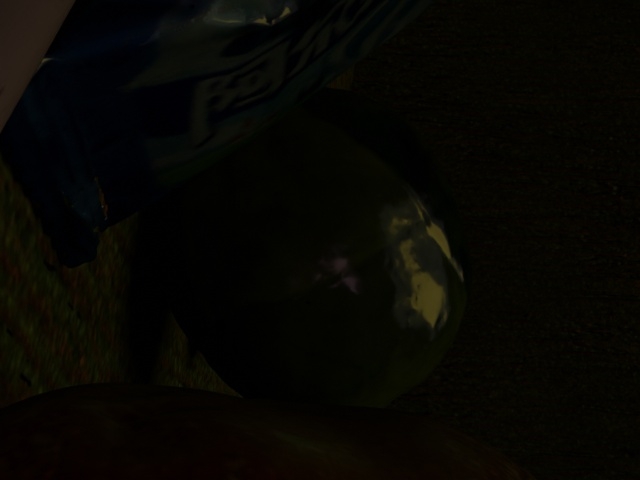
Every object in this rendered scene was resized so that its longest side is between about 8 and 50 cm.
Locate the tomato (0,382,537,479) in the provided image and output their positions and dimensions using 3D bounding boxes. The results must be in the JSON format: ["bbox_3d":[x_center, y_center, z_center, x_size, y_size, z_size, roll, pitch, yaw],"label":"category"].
[{"bbox_3d":[-0.045,0.168,0.395,0.303,0.303,0.239,78,5,-79],"label":"tomato"}]

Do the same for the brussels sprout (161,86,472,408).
[{"bbox_3d":[0.000,0.000,0.840,0.219,0.210,0.271,51,15,-13],"label":"brussels sprout"}]

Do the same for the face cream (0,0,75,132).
[{"bbox_3d":[-0.101,-0.086,0.301,0.154,0.096,0.274,93,19,-82],"label":"face cream"}]

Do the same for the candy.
[{"bbox_3d":[-0.009,-0.124,0.545,0.331,0.077,0.187,-38,162,-12],"label":"candy"}]
